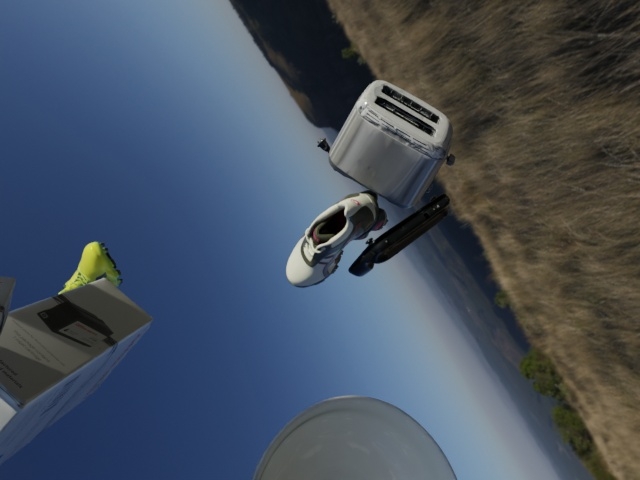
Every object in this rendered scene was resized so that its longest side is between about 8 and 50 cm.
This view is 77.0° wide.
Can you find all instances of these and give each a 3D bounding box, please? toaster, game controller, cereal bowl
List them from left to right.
[{"bbox_3d":[0.044,0.428,0.619,0.339,0.339,0.141,62,153,25],"label":"cereal bowl"},{"bbox_3d":[0.118,-0.172,0.704,0.227,0.146,0.129,30,-130,0],"label":"toaster"},{"bbox_3d":[0.200,-0.016,1.006,0.319,0.166,0.067,-30,-97,-34],"label":"game controller"}]

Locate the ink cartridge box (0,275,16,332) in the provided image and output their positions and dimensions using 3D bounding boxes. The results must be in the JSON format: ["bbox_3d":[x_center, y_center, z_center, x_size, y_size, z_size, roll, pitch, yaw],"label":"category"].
[{"bbox_3d":[-0.377,0.089,0.385,0.109,0.063,0.150,15,-161,-32],"label":"ink cartridge box"}]

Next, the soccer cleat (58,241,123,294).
[{"bbox_3d":[-0.542,0.099,0.939,0.121,0.289,0.093,-22,-106,-37],"label":"soccer cleat"}]

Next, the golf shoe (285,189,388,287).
[{"bbox_3d":[0.000,0.000,0.780,0.120,0.273,0.105,-6,-123,-52],"label":"golf shoe"}]

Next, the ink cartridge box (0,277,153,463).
[{"bbox_3d":[-0.434,0.203,0.606,0.129,0.223,0.307,42,-172,-1],"label":"ink cartridge box"}]
